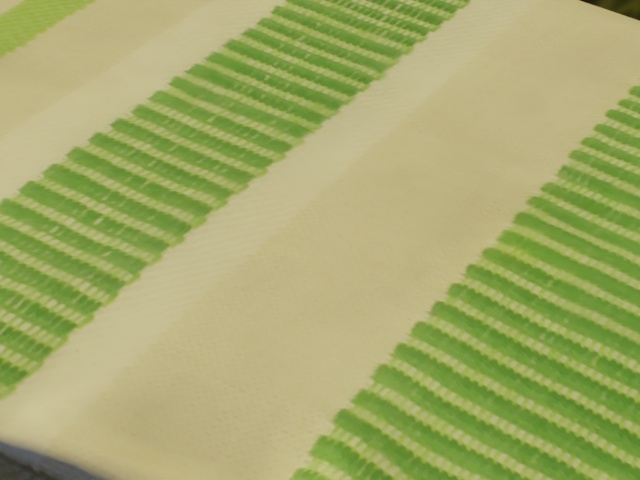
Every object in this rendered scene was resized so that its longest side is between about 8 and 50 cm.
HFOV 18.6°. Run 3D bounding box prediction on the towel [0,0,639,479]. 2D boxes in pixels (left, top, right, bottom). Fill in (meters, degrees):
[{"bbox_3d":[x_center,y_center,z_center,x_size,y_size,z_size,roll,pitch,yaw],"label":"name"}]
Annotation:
[{"bbox_3d":[0.000,0.000,0.398,0.325,0.248,0.038,20,124,20],"label":"towel"}]
